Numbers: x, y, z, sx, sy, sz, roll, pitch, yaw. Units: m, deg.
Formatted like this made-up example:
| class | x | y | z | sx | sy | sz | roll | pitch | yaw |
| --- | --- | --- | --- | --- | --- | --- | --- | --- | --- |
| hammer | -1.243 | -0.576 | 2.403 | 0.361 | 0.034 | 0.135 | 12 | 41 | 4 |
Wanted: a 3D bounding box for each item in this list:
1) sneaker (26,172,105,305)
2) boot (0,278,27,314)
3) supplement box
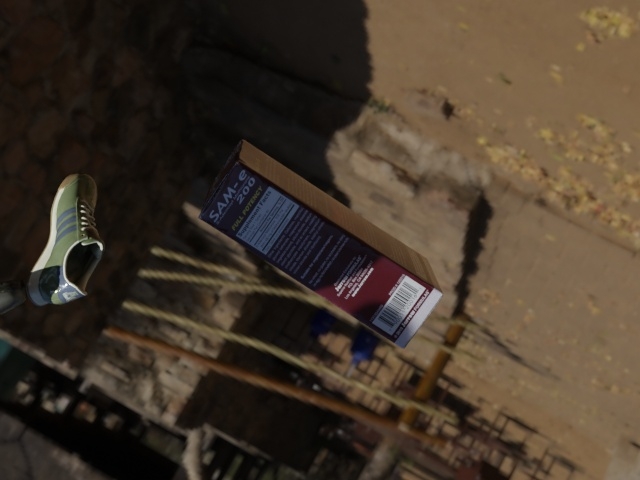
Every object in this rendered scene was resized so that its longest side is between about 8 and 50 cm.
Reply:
| class | x | y | z | sx | sy | sz | roll | pitch | yaw |
| --- | --- | --- | --- | --- | --- | --- | --- | --- | --- |
| sneaker | -0.312 | -0.002 | 1.403 | 0.086 | 0.192 | 0.064 | -2 | 151 | 31 |
| boot | -0.452 | 0.160 | 1.326 | 0.161 | 0.246 | 0.083 | 63 | 168 | -3 |
| supplement box | 0.000 | 0.000 | 1.075 | 0.239 | 0.073 | 0.130 | 33 | -169 | -9 |
